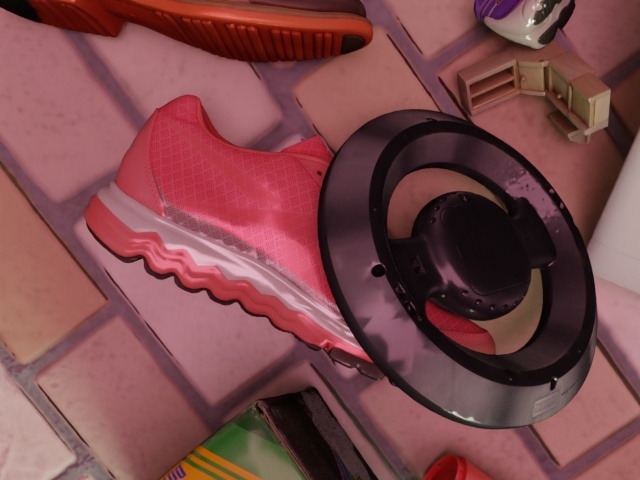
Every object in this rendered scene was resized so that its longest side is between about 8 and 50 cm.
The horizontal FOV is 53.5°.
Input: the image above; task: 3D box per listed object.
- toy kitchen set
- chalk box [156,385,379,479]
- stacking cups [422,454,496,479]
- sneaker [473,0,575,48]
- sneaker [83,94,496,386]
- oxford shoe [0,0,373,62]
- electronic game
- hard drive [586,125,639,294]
[{"bbox_3d":[0.157,-0.093,0.471,0.075,0.083,0.068,-24,137,1],"label":"toy kitchen set"},{"bbox_3d":[-0.005,0.265,0.402,0.179,0.180,0.289,-37,76,1],"label":"chalk box"},{"bbox_3d":[0.217,0.281,0.495,0.316,0.096,0.096,39,93,-5],"label":"stacking cups"},{"bbox_3d":[0.173,-0.219,0.459,0.071,0.068,0.170,35,80,31],"label":"sneaker"},{"bbox_3d":[0.000,0.000,0.449,0.314,0.116,0.136,25,91,-6],"label":"sneaker"},{"bbox_3d":[-0.093,-0.189,0.438,0.272,0.097,0.098,10,89,-3],"label":"oxford shoe"},{"bbox_3d":[0.101,0.010,0.431,0.229,0.048,0.229,14,59,-24],"label":"electronic game"},{"bbox_3d":[0.306,-0.067,0.372,0.203,0.040,0.307,25,132,23],"label":"hard drive"}]
